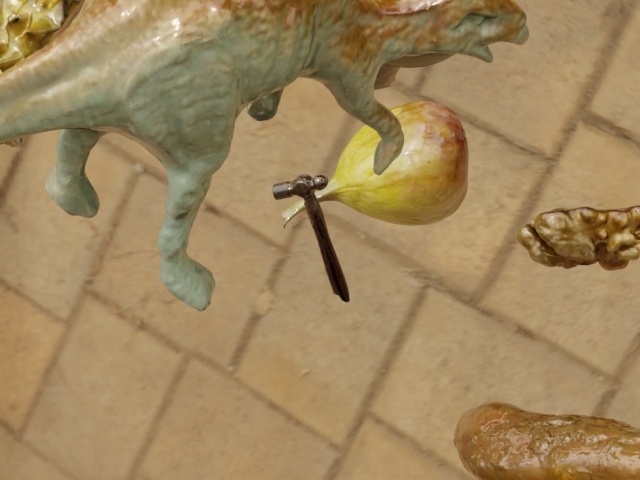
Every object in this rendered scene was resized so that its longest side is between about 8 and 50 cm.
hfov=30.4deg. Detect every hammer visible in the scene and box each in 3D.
[{"bbox_3d":[0.000,0.000,1.341,0.065,0.021,0.178,-7,126,19],"label":"hammer"}]

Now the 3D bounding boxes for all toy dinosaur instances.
[{"bbox_3d":[-0.095,-0.061,0.571,0.205,0.392,0.092,117,145,-41],"label":"toy dinosaur"}]

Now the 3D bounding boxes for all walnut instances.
[{"bbox_3d":[0.323,-0.002,1.393,0.170,0.143,0.069,-2,75,-11],"label":"walnut"}]

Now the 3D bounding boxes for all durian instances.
[{"bbox_3d":[-0.197,-0.167,0.879,0.078,0.224,0.140,28,122,3],"label":"durian"}]

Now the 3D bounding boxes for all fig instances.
[{"bbox_3d":[0.068,-0.074,1.490,0.257,0.159,0.159,-24,81,-4],"label":"fig"}]

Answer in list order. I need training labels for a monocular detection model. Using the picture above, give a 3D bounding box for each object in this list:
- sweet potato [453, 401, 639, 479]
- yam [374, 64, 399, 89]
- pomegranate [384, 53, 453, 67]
[{"bbox_3d":[0.222,0.209,1.116,0.354,0.106,0.095,0,89,57],"label":"sweet potato"},{"bbox_3d":[0.098,-0.300,1.611,0.071,0.317,0.067,-34,75,-17],"label":"yam"},{"bbox_3d":[0.047,-0.239,0.975,0.209,0.180,0.180,12,96,13],"label":"pomegranate"}]
